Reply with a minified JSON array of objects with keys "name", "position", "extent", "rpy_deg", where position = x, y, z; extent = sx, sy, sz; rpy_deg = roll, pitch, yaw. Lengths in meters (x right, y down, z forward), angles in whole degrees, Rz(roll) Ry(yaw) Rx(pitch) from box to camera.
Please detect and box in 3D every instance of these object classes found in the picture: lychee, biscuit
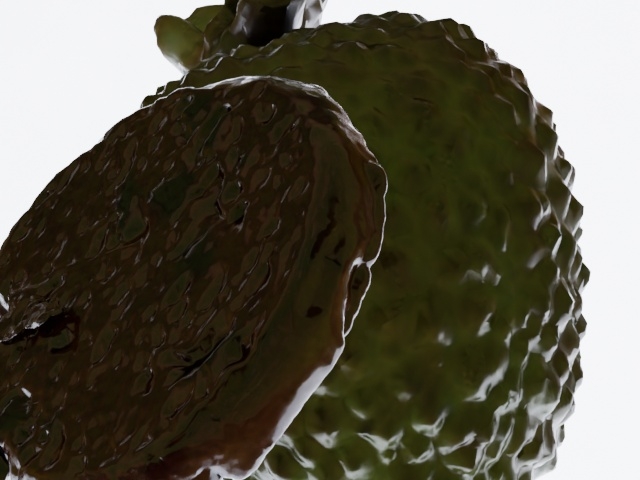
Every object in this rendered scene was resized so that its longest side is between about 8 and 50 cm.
[{"name":"lychee","position":[0.005,0.011,0.910],"extent":[0.270,0.270,0.320],"rpy_deg":[-28,-84,-17]},{"name":"biscuit","position":[-0.055,0.019,0.654],"extent":[0.192,0.049,0.192],"rpy_deg":[-26,-136,28]}]
